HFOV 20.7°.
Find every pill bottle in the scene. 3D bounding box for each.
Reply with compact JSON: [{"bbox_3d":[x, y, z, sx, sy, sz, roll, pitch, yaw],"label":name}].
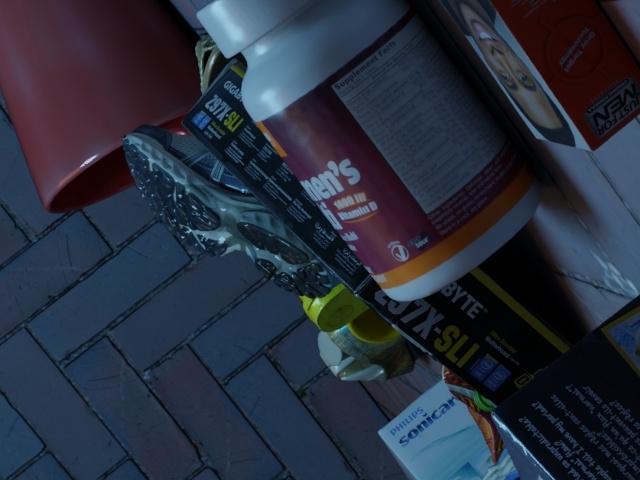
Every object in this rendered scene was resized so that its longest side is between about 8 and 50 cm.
[{"bbox_3d":[0.028,-0.081,1.084,0.221,0.121,0.121,52,174,-9],"label":"pill bottle"}]

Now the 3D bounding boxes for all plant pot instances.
[{"bbox_3d":[-0.267,-0.202,2.106,0.243,0.275,0.275,61,175,6],"label":"plant pot"}]

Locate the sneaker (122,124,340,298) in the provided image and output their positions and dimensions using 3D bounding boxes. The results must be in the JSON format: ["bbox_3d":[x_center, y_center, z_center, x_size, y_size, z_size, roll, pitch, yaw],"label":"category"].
[{"bbox_3d":[-0.065,-0.047,1.660,0.283,0.122,0.110,29,150,30],"label":"sneaker"}]

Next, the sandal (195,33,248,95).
[{"bbox_3d":[-0.087,-0.160,1.665,0.079,0.088,0.240,43,176,21],"label":"sandal"}]

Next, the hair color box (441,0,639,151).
[{"bbox_3d":[0.090,-0.111,0.811,0.141,0.043,0.072,53,173,-15],"label":"hair color box"}]

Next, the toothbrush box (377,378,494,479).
[{"bbox_3d":[0.221,0.327,2.060,0.295,0.126,0.216,47,173,35],"label":"toothbrush box"}]

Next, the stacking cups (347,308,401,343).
[{"bbox_3d":[0.000,0.000,1.918,0.096,0.096,0.316,56,172,-37],"label":"stacking cups"}]

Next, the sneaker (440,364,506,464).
[{"bbox_3d":[0.186,0.176,1.823,0.175,0.064,0.067,58,-167,-13],"label":"sneaker"}]

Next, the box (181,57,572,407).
[{"bbox_3d":[0.055,0.007,1.378,0.257,0.079,0.322,41,-178,-37],"label":"box"}]

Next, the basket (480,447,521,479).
[{"bbox_3d":[0.206,0.313,1.577,0.201,0.255,0.289,38,-170,-8],"label":"basket"}]

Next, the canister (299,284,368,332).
[{"bbox_3d":[0.001,-0.013,1.709,0.170,0.126,0.073,51,176,26],"label":"canister"}]

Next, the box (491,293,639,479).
[{"bbox_3d":[0.218,0.162,0.999,0.163,0.142,0.247,48,174,34],"label":"box"}]

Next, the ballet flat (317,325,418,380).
[{"bbox_3d":[0.052,0.122,2.185,0.123,0.123,0.348,50,174,12],"label":"ballet flat"}]

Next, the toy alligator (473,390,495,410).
[{"bbox_3d":[0.172,0.137,1.648,0.056,0.051,0.190,51,174,5],"label":"toy alligator"}]
